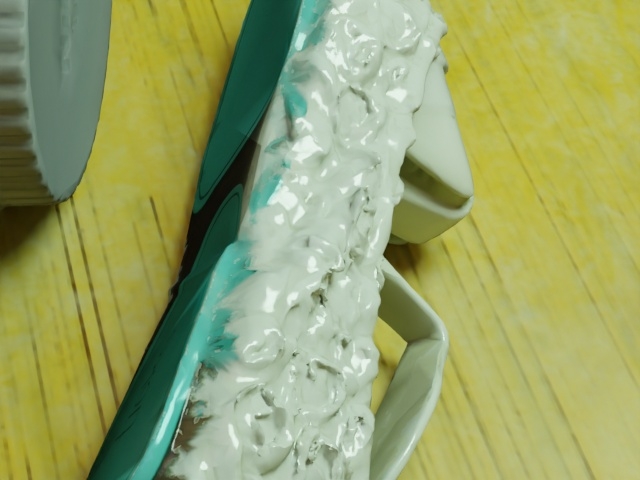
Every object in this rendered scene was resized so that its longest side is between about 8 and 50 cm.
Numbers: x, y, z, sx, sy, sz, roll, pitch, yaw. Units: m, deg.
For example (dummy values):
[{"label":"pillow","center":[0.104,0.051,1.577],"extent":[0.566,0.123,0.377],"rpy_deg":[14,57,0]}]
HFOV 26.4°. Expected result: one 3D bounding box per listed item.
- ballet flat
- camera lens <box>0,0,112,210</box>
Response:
[{"label":"ballet flat","center":[0.000,0.000,0.617],"extent":[0.147,0.147,0.408],"rpy_deg":[10,53,6]},{"label":"camera lens","center":[-0.249,-0.124,0.630],"extent":[0.274,0.219,0.219],"rpy_deg":[4,50,1]}]
